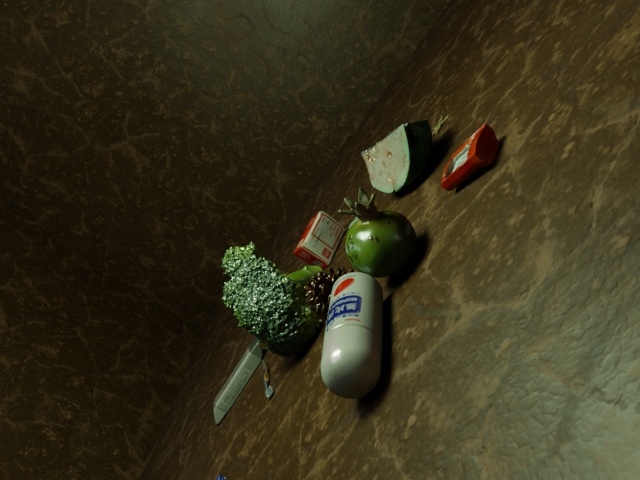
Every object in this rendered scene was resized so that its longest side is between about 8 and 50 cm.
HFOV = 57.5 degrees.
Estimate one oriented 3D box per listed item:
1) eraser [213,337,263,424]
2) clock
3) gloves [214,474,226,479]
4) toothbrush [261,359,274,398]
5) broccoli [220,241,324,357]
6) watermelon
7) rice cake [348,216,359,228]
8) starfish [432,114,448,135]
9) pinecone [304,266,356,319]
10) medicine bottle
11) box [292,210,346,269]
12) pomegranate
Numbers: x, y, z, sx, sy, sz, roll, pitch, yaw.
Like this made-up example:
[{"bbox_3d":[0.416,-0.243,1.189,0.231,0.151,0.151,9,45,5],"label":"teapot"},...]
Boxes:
[{"bbox_3d":[-0.312,0.526,2.204,0.352,0.061,0.089,-56,10,-2],"label":"eraser"},{"bbox_3d":[0.361,-0.193,1.417,0.155,0.061,0.113,-45,15,57],"label":"clock"},{"bbox_3d":[-0.296,0.717,1.685,0.064,0.026,0.086,-47,14,29],"label":"gloves"},{"bbox_3d":[-0.181,0.457,1.944,0.031,0.023,0.321,-49,12,-2],"label":"toothbrush"},{"bbox_3d":[-0.102,0.198,1.859,0.274,0.397,0.353,-14,64,32],"label":"broccoli"},{"bbox_3d":[0.249,-0.271,1.787,0.305,0.180,0.224,148,142,-68],"label":"watermelon"},{"bbox_3d":[0.145,-0.051,1.960,0.080,0.042,0.222,-51,10,3],"label":"rice cake"},{"bbox_3d":[0.391,-0.379,1.926,0.092,0.016,0.086,-47,16,27],"label":"starfish"},{"bbox_3d":[0.041,0.143,1.552,0.173,0.173,0.173,-53,12,16],"label":"pinecone"},{"bbox_3d":[0.074,0.210,1.300,0.130,0.130,0.341,-50,13,26],"label":"medicine bottle"},{"bbox_3d":[0.000,0.000,2.189,0.099,0.133,0.182,-36,21,56],"label":"box"},{"bbox_3d":[0.136,-0.019,1.438,0.181,0.224,0.181,-22,24,10],"label":"pomegranate"}]
